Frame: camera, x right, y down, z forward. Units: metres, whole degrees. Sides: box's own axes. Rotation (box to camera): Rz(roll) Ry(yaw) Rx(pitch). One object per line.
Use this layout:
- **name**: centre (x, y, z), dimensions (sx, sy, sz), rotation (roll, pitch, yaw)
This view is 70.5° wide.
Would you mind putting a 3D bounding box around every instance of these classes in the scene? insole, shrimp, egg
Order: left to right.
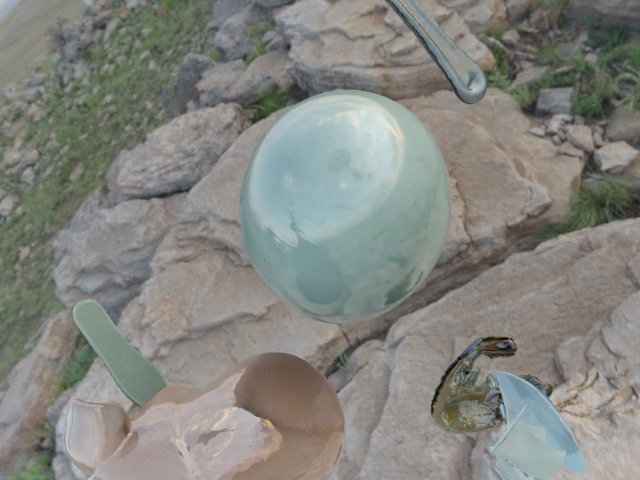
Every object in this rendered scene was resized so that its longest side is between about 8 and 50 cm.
- **insole**: centre (-0.207, 0.126, 0.480), dimensions (0.002, 0.153, 0.053), rotation (-27, 12, 22)
- **egg**: centre (0.024, -0.018, 0.536), dimensions (0.229, 0.371, 0.230), rotation (0, 69, -1)
- **shrimp**: centre (0.247, 0.211, 0.684), dimensions (0.173, 0.058, 0.253), rotation (-58, 2, -37)

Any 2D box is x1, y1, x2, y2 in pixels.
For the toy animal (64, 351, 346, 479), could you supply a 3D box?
- **toy animal**: centre (-0.084, 0.195, 0.416), dimensions (0.166, 0.250, 0.154), rotation (55, 135, 22)

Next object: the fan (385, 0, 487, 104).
- **fan**: centre (-0.008, -0.133, 0.167), dimensions (0.132, 0.220, 0.009), rotation (-51, 15, -14)

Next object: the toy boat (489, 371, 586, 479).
- **toy boat**: centre (0.204, 0.184, 0.418), dimensions (0.034, 0.105, 0.149), rotation (-51, -5, 24)
